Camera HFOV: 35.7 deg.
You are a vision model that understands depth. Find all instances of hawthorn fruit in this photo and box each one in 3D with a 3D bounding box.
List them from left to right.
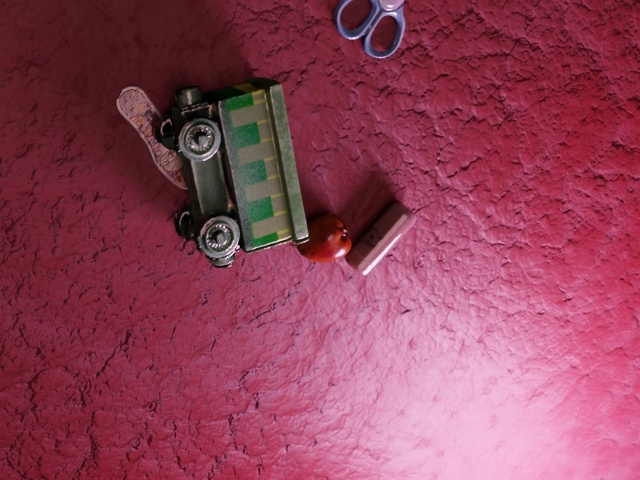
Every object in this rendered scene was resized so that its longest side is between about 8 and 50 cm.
[{"bbox_3d":[0.000,0.000,1.673,0.093,0.081,0.081,-19,118,20],"label":"hawthorn fruit"}]

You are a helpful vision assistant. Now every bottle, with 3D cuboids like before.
[{"bbox_3d":[0.104,-0.003,1.717,0.053,0.053,0.140,40,92,-27],"label":"bottle"}]

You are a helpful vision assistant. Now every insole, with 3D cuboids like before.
[{"bbox_3d":[-0.251,-0.161,1.558,0.065,0.004,0.197,-36,117,-4],"label":"insole"}]

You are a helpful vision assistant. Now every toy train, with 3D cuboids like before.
[{"bbox_3d":[-0.136,-0.109,1.554,0.202,0.120,0.300,-18,114,-19],"label":"toy train"}]

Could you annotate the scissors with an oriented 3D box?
[{"bbox_3d":[0.129,-0.420,1.589,0.125,0.030,0.256,31,99,-28],"label":"scissors"}]
